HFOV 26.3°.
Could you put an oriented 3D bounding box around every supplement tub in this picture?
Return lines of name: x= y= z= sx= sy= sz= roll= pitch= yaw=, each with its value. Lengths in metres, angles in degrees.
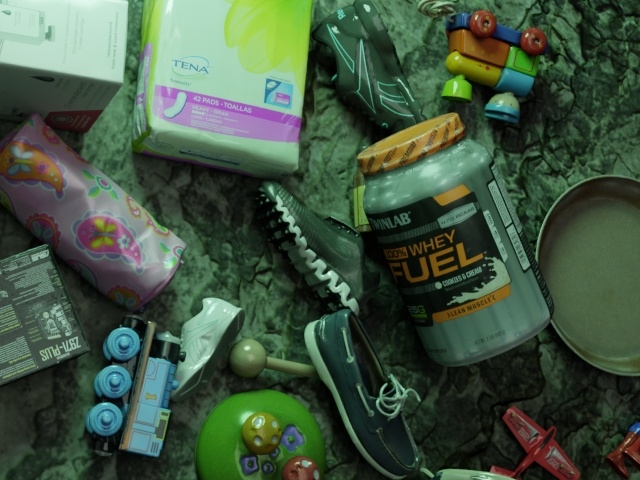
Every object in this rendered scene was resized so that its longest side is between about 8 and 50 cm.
supplement tub: x=0.180 y=-0.003 z=1.892 sx=0.193 sy=0.193 sz=0.316 roll=-29 pitch=99 yaw=-26

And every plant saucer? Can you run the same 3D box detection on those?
plant saucer: x=0.452 y=0.055 z=2.099 sx=0.310 sy=0.050 sz=0.310 roll=5 pitch=76 yaw=-23

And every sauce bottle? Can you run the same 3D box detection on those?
sauce bottle: x=0.067 y=-0.070 z=1.964 sx=0.042 sy=0.042 sz=0.128 roll=4 pitch=79 yaw=-22

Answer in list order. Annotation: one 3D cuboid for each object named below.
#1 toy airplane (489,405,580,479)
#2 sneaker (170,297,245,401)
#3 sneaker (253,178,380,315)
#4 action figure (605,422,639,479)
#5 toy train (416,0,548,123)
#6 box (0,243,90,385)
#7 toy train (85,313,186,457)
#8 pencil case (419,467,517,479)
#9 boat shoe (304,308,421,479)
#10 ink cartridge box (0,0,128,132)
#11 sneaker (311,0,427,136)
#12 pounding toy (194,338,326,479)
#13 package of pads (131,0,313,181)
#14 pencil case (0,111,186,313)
toy airplane: x=0.304 y=0.318 z=1.989 sx=0.151 sy=0.028 sz=0.151 roll=5 pitch=76 yaw=-21
sneaker: x=-0.162 y=0.144 z=1.820 sx=0.061 sy=0.054 sz=0.152 roll=29 pitch=78 yaw=21
sneaker: x=0.000 y=0.000 z=1.905 sx=0.106 sy=0.078 sz=0.234 roll=-41 pitch=100 yaw=-28
action figure: x=0.570 y=0.274 z=2.080 sx=0.139 sy=0.091 sz=0.280 roll=45 pitch=67 yaw=-1
toy train: x=0.209 y=-0.270 z=2.045 sx=0.248 sy=0.105 sz=0.143 roll=15 pitch=86 yaw=-20
box: x=-0.400 y=0.106 z=1.706 sx=0.180 sy=0.077 sz=0.147 roll=-22 pitch=88 yaw=-25
toy train: x=-0.235 y=0.189 z=1.753 sx=0.105 sy=0.080 sz=0.184 roll=15 pitch=77 yaw=-12
pencil case: x=0.166 y=0.510 z=1.819 sx=0.160 sy=0.183 sz=0.410 roll=39 pitch=64 yaw=-42
boat shoe: x=0.073 y=0.208 z=1.869 sx=0.254 sy=0.079 sz=0.095 roll=62 pitch=31 yaw=-5
ink cartridge box: x=-0.402 y=-0.236 z=1.708 sx=0.283 sy=0.207 sz=0.117 roll=7 pitch=74 yaw=-21
sneaker: x=0.081 y=-0.215 z=1.989 sx=0.106 sy=0.101 sz=0.267 roll=-25 pitch=95 yaw=2
pounding toy: x=-0.056 y=0.256 z=1.804 sx=0.183 sy=0.110 sz=0.237 roll=19 pitch=72 yaw=-19
package of pads: x=-0.137 y=-0.246 z=1.884 sx=0.229 sy=0.101 sz=0.296 roll=11 pitch=74 yaw=-22
pencil case: x=-0.301 y=-0.032 z=1.761 sx=0.284 sy=0.124 sz=0.124 roll=41 pitch=66 yaw=-11
